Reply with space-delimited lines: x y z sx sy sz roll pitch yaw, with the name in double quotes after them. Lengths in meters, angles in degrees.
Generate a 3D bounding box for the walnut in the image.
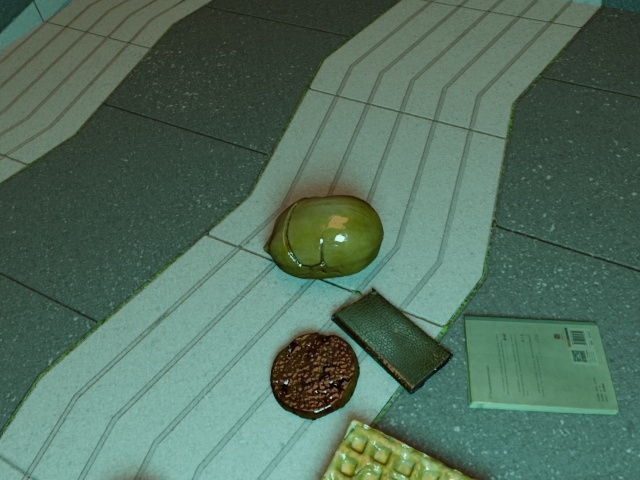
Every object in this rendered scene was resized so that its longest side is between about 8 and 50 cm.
0.000 0.000 1.334 0.297 0.203 0.203 -13 48 17 "walnut"

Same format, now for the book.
0.445 0.251 1.179 0.282 0.025 0.215 3 49 8 "book"

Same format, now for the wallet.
0.151 0.212 1.237 0.133 0.039 0.243 -32 53 -28 "wallet"

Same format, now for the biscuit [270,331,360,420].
-0.011 0.279 1.191 0.192 0.049 0.192 -6 54 8 "biscuit"

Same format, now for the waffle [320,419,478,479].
0.146 0.475 0.982 0.308 0.091 0.213 19 55 22 "waffle"
